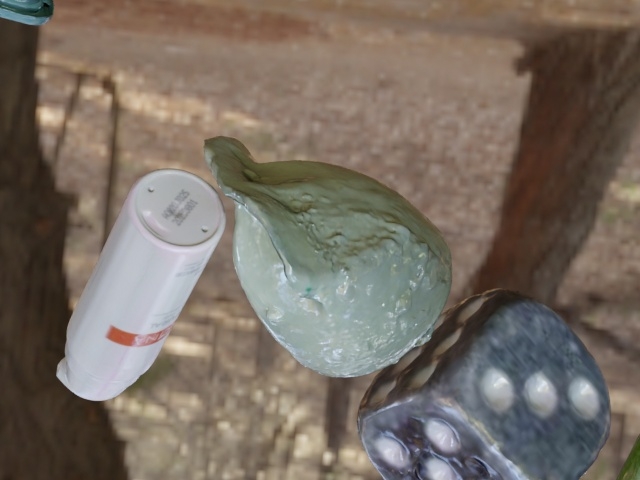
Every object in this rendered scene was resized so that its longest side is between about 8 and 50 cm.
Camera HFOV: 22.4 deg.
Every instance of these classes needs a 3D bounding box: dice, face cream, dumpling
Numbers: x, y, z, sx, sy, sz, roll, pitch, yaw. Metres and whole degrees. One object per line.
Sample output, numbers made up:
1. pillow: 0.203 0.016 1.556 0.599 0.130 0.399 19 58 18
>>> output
1. dice: 0.161 0.170 1.587 0.181 0.183 0.182 -27 -164 49
2. face cream: -0.190 0.060 1.635 0.102 0.102 0.345 5 147 -19
3. dumpling: 0.014 0.000 0.933 0.108 0.152 0.219 -18 160 14

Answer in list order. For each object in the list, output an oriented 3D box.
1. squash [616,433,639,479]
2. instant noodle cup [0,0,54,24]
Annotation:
1. squash: 0.225 0.030 0.702 0.101 0.378 0.101 21 -155 -10
2. instant noodle cup: -0.288 -0.254 1.298 0.157 0.070 0.179 14 -151 -28
